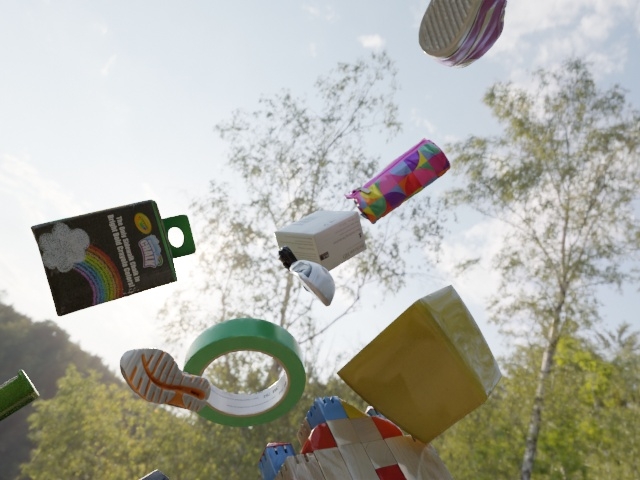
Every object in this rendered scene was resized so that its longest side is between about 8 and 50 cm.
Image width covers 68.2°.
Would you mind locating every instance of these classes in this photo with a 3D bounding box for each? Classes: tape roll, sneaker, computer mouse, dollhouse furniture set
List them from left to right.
[{"bbox_3d":[-0.625,0.253,0.840,0.197,0.151,0.301,52,-34,3],"label":"dollhouse furniture set"},{"bbox_3d":[-0.290,0.254,0.854,0.083,0.084,0.215,4,-34,30],"label":"sneaker"},{"bbox_3d":[-0.200,0.355,1.252,0.321,0.077,0.321,-3,-62,-7],"label":"tape roll"},{"bbox_3d":[-0.013,0.059,0.774,0.106,0.042,0.193,51,-8,-17],"label":"computer mouse"},{"bbox_3d":[0.266,-0.410,0.741,0.102,0.161,0.282,45,-62,27],"label":"sneaker"}]

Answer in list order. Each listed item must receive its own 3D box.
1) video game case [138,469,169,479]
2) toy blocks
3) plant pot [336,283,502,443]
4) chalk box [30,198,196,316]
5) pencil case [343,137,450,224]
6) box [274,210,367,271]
[{"bbox_3d":[-0.366,0.513,0.711,0.035,0.248,0.275,24,3,19],"label":"video game case"},{"bbox_3d":[0.056,0.384,0.797,0.382,0.261,0.190,6,-59,-32],"label":"toy blocks"},{"bbox_3d":[0.198,0.228,0.856,0.212,0.212,0.187,-48,-110,24],"label":"plant pot"},{"bbox_3d":[-0.413,0.021,0.986,0.179,0.289,0.180,0,-76,61],"label":"chalk box"},{"bbox_3d":[0.176,-0.134,1.074,0.236,0.104,0.104,-36,-57,6],"label":"pencil case"},{"bbox_3d":[0.000,0.000,1.337,0.182,0.181,0.119,4,-64,48],"label":"box"}]
